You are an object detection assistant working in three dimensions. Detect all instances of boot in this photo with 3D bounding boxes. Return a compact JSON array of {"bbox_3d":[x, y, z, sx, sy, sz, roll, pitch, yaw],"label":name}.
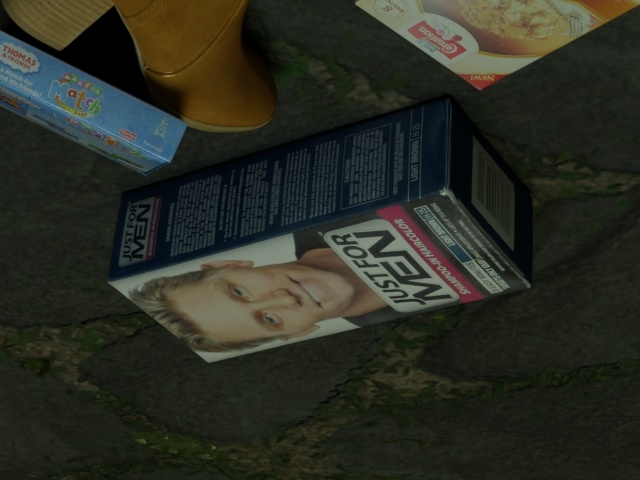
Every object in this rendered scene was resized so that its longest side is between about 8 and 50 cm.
[{"bbox_3d":[-0.068,-0.194,1.250,0.211,0.104,0.295,-37,147,25],"label":"boot"}]

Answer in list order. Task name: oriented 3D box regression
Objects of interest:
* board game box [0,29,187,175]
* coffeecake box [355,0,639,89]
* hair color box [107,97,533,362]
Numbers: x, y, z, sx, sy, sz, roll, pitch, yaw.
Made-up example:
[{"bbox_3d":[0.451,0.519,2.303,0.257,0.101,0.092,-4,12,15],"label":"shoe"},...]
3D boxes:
[{"bbox_3d":[-0.193,-0.104,1.328,0.160,0.039,0.211,26,176,-10],"label":"board game box"},{"bbox_3d":[0.140,-0.203,1.232,0.142,0.068,0.185,29,140,-35],"label":"coffeecake box"},{"bbox_3d":[0.000,0.000,1.530,0.347,0.105,0.174,-15,142,28],"label":"hair color box"}]
